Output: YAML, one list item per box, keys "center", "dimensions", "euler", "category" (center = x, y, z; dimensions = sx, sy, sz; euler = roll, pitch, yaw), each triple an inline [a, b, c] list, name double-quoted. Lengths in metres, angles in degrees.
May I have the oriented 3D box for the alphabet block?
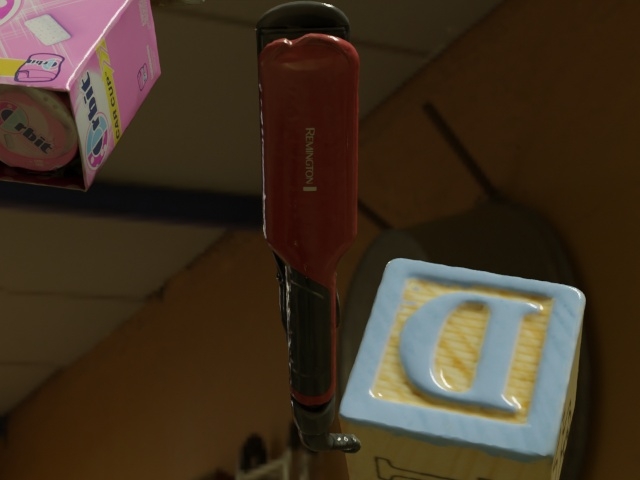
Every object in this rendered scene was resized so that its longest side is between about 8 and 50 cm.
- center: [0.138, 0.158, 1.236]
  dimensions: [0.193, 0.192, 0.197]
  euler: [11, -37, 15]
  category: "alphabet block"

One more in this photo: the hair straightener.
- center: [0.000, 0.000, 0.592]
  dimensions: [0.047, 0.089, 0.230]
  euler: [-7, -59, 0]
  category: "hair straightener"

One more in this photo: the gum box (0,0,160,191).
- center: [-0.191, -0.091, 0.671]
  dimensions: [0.188, 0.107, 0.062]
  euler: [7, -49, 13]
  category: "gum box"

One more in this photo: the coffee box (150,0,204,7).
- center: [-0.210, -0.252, 0.987]
  dimensions: [0.246, 0.098, 0.141]
  euler: [0, -38, 20]
  category: "coffee box"
